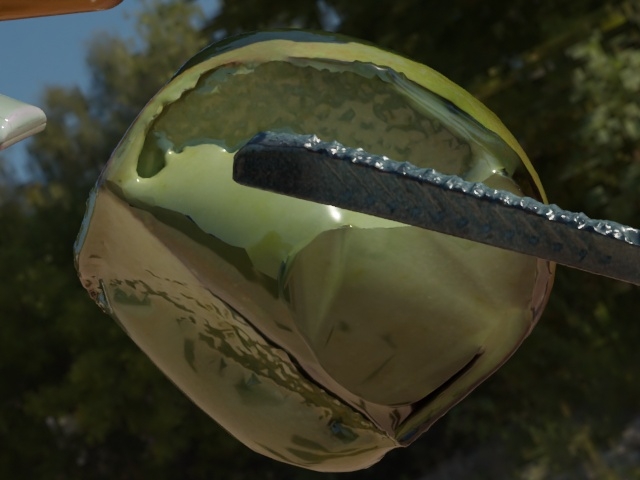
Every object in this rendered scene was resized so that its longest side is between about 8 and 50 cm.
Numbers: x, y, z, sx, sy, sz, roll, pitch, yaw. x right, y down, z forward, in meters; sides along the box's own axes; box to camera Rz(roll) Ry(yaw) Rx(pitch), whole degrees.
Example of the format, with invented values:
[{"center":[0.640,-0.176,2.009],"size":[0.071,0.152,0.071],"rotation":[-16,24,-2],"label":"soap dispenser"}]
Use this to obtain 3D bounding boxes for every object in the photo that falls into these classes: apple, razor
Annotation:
[{"center":[0.000,0.000,0.795],"size":[0.207,0.188,0.174],"rotation":[-48,-1,41],"label":"apple"},{"center":[0.058,-0.009,0.583],"size":[0.190,0.033,0.066],"rotation":[11,31,22],"label":"razor"}]

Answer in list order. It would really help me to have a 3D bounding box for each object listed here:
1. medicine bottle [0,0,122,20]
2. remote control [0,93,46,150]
[{"center":[-0.165,-0.203,1.000],"size":[0.222,0.149,0.112],"rotation":[-6,16,-7],"label":"medicine bottle"},{"center":[-0.234,-0.084,0.958],"size":[0.065,0.166,0.029],"rotation":[-44,-28,-66],"label":"remote control"}]
